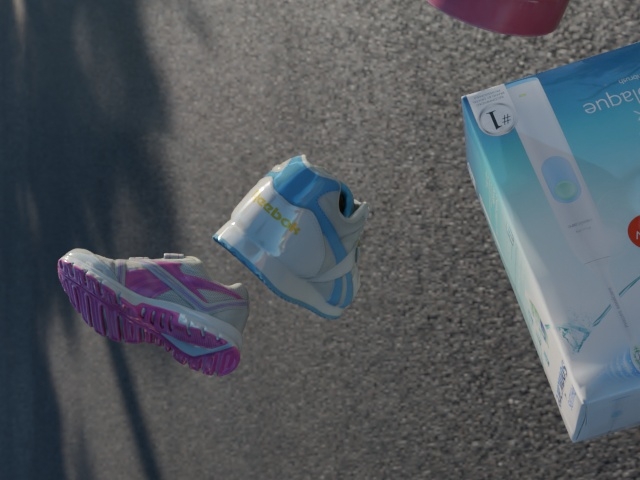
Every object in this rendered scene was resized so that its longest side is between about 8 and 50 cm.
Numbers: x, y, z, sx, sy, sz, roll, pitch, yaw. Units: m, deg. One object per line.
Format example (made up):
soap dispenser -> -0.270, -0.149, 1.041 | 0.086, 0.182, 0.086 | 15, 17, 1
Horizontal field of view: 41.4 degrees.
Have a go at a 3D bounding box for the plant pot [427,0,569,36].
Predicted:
plant pot -> 0.242, -0.386, 1.087 | 0.201, 0.201, 0.180 | 56, 143, 42

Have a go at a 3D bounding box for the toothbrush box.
toothbrush box -> 0.267, -0.008, 0.718 | 0.126, 0.217, 0.295 | 66, -171, -61

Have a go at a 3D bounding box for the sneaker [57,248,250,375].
sneaker -> -0.197, 0.068, 1.036 | 0.103, 0.252, 0.111 | 110, -174, -47

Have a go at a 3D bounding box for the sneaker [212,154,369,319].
sneaker -> 0.000, 0.000, 0.667 | 0.087, 0.229, 0.092 | 40, 92, 14
